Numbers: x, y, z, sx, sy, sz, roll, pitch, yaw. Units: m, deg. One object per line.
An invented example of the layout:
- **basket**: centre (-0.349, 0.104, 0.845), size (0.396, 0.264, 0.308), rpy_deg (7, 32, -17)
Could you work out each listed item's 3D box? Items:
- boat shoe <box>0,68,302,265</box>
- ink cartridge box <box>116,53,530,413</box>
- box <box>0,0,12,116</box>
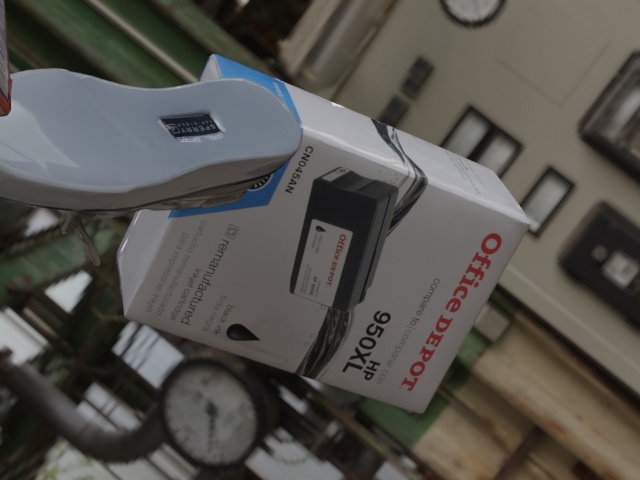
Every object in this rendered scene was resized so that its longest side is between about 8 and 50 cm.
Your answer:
- **boat shoe**: centre (-0.186, -0.061, 1.176), size (0.367, 0.136, 0.156), rpy_deg (-13, -26, -50)
- **ink cartridge box**: centre (0.000, 0.000, 1.558), size (0.285, 0.395, 0.166), rpy_deg (-63, 22, 19)
- **box**: centre (-0.172, -0.186, 0.340), size (0.142, 0.300, 0.154), rpy_deg (-7, -14, -3)
